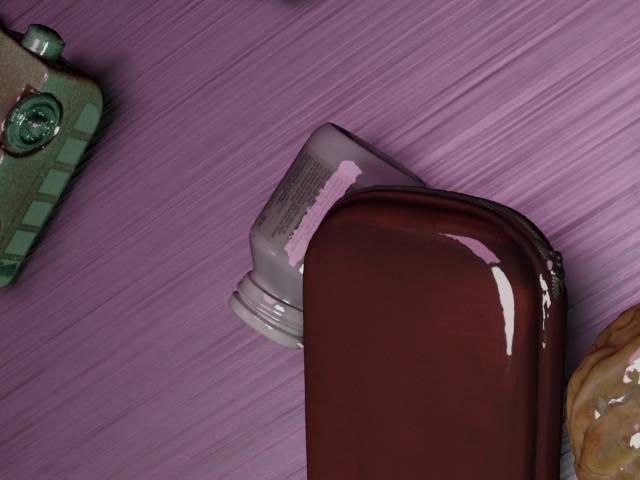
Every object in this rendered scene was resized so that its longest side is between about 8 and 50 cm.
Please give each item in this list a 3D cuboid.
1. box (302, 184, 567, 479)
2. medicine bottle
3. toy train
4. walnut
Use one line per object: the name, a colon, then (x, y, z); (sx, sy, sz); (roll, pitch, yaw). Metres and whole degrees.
box: (0.102, 0.145, 1.331); (0.263, 0.108, 0.403); (11, 111, 29)
medicine bottle: (0.000, 0.000, 1.445); (0.135, 0.135, 0.215); (36, 98, 24)
toy train: (-0.366, -0.093, 1.613); (0.129, 0.159, 0.326); (36, 102, 26)
walnut: (0.326, 0.142, 1.254); (0.245, 0.198, 0.198); (-38, 70, 26)
